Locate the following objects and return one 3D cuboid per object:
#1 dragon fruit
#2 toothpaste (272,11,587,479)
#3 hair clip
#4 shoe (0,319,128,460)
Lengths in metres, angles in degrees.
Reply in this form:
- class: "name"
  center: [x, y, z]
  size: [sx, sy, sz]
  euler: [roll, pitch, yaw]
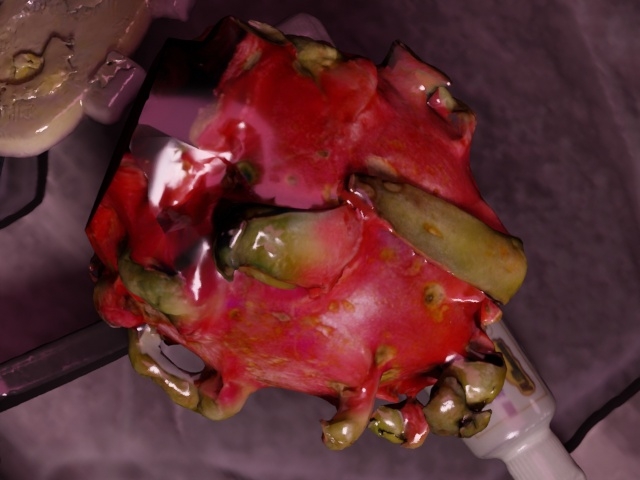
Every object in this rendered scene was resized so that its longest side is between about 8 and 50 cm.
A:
- class: "dragon fruit"
  center: [0.000, 0.000, 0.636]
  size: [0.172, 0.166, 0.160]
  euler: [23, 111, -9]
- class: "toothpaste"
  center: [0.039, 0.012, 0.730]
  size: [0.067, 0.037, 0.255]
  euler: [-33, 82, -11]
- class: "hair clip"
  center: [-0.131, -0.087, 0.701]
  size: [0.146, 0.056, 0.187]
  euler: [20, 82, 26]
- class: "shoe"
  center: [-0.135, 0.080, 0.669]
  size: [0.179, 0.071, 0.049]
  euler: [-23, 85, -19]
